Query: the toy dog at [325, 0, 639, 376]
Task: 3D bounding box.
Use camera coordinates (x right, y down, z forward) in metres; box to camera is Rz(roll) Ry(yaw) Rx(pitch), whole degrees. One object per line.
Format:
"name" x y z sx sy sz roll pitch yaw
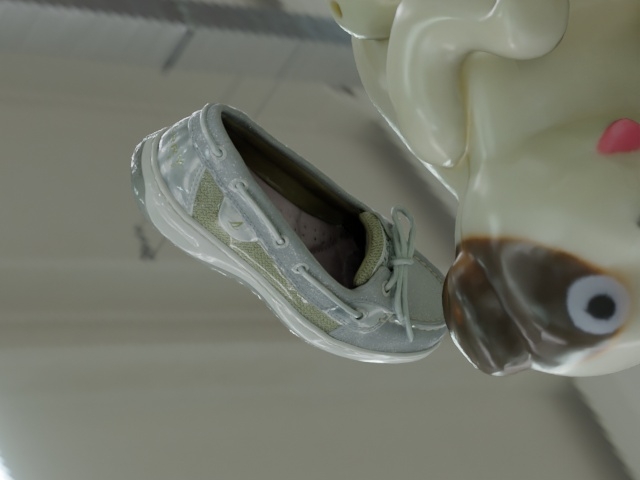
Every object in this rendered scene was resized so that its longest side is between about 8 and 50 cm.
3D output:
"toy dog" 0.150 -0.092 1.289 0.284 0.395 0.408 -3 -125 -26

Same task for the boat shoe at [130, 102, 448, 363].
"boat shoe" -0.001 -0.003 1.360 0.320 0.103 0.118 34 -136 -30
